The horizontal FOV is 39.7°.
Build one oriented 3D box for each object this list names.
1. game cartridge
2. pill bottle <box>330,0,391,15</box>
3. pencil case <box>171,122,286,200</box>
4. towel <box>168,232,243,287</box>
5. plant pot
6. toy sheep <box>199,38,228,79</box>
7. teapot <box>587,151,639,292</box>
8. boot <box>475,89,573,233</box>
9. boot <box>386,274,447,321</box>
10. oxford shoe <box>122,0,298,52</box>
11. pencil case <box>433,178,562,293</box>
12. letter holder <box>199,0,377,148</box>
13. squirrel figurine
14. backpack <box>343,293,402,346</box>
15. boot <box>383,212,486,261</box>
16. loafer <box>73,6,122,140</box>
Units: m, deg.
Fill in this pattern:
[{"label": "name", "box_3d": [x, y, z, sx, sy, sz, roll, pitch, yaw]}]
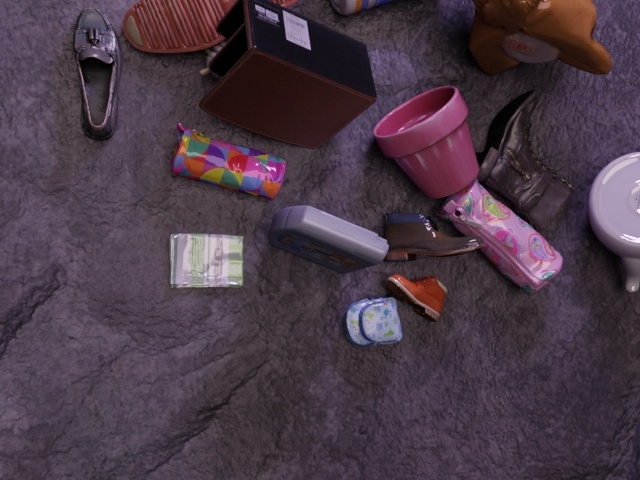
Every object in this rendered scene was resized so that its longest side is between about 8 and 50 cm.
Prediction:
[{"label": "game cartridge", "box_3d": [0.000, 0.000, 1.724, 0.198, 0.297, 0.062, 18, 80, -10]}, {"label": "pill bottle", "box_3d": [0.148, -0.583, 1.858, 0.272, 0.152, 0.152, -21, 92, -13]}, {"label": "pencil case", "box_3d": [-0.188, -0.157, 1.796, 0.236, 0.104, 0.104, 17, 84, -12]}, {"label": "towel", "box_3d": [-0.233, 0.042, 1.813, 0.152, 0.023, 0.113, 1, 88, -12]}, {"label": "plant pot", "box_3d": [0.235, -0.195, 1.847, 0.201, 0.201, 0.180, -35, 111, -11]}, {"label": "toy sheep", "box_3d": [-0.192, -0.371, 1.812, 0.132, 0.091, 0.091, -34, 94, -11]}, {"label": "teapot", "box_3d": [0.707, -0.066, 1.939, 0.256, 0.187, 0.252, -35, 67, 5]}, {"label": "boot", "box_3d": [0.465, -0.170, 1.947, 0.229, 0.091, 0.263, 33, 85, -14]}, {"label": "boot", "box_3d": [0.206, 0.100, 1.873, 0.158, 0.059, 0.084, 36, 76, -32]}, {"label": "oxford shoe", "box_3d": [-0.204, -0.481, 1.802, 0.397, 0.146, 0.140, -16, 110, 4]}, {"label": "pencil case", "box_3d": [0.381, -0.011, 1.891, 0.284, 0.124, 0.124, 41, 80, -10]}, {"label": "letter holder", "box_3d": [-0.076, -0.326, 1.773, 0.302, 0.214, 0.152, 15, 52, -35]}, {"label": "squirrel figurine", "box_3d": [0.439, -0.578, 1.814, 0.397, 0.281, 0.370, 31, 70, -49]}, {"label": "backpack", "box_3d": [0.108, 0.170, 1.846, 0.114, 0.084, 0.105, -8, 86, -9]}, {"label": "boot", "box_3d": [0.232, -0.016, 1.848, 0.219, 0.082, 0.106, -7, 86, 19]}, {"label": "loafer", "box_3d": [-0.440, -0.336, 1.757, 0.096, 0.084, 0.267, -4, 88, -12]}]
